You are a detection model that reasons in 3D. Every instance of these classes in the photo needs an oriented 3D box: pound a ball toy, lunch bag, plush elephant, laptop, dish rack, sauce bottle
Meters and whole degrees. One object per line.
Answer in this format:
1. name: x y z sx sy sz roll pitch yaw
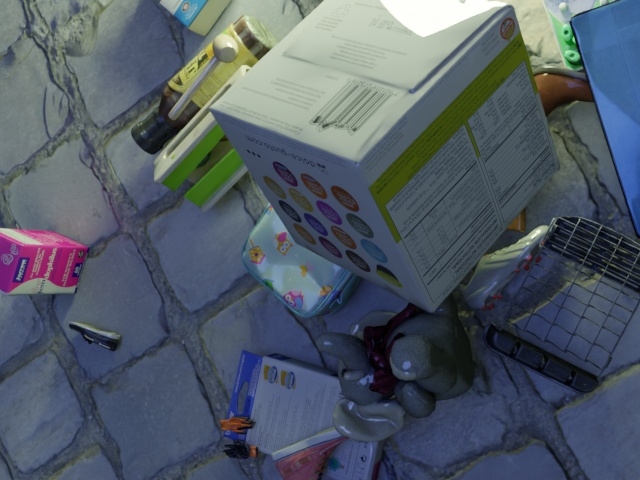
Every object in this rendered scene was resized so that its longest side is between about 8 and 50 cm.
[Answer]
1. pound a ball toy: -0.204 -0.235 1.785 0.319 0.208 0.136 -44 30 23
2. lunch bag: 0.000 0.000 1.746 0.224 0.108 0.279 39 104 17
3. plush elephant: 0.118 0.196 1.593 0.255 0.330 0.272 -15 49 23
4. laptop: 0.633 -0.236 1.373 0.236 0.408 0.382 -18 90 -22
5. dish rack: 0.419 0.103 1.554 0.208 0.074 0.272 27 94 4
6. sauce bottle: -0.236 -0.301 1.859 0.344 0.111 0.111 -39 74 16

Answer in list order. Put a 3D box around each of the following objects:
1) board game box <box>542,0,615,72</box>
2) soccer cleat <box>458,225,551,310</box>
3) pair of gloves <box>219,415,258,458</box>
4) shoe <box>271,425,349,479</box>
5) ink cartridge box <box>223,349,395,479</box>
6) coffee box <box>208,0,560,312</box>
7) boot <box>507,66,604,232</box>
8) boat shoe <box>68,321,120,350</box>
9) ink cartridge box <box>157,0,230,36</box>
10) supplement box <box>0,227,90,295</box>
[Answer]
1. board game box: 0.537 -0.532 1.558 0.390 0.050 0.390 -20 80 21
2. soccer cleat: 0.319 0.038 1.627 0.196 0.068 0.076 -49 64 16
3. pair of gloves: -0.155 0.378 1.791 0.074 0.010 0.083 -7 91 23
4. shoe: -0.005 0.395 1.698 0.178 0.063 0.081 -28 81 27
5. ink cartridge box: -0.024 0.331 1.769 0.311 0.065 0.186 14 96 21
6. coffee box: 0.110 -0.157 1.453 0.338 0.334 0.337 -47 44 -17
7. boot: 0.348 -0.154 1.604 0.264 0.096 0.280 6 91 24
8. boat shoe: -0.484 0.203 1.989 0.125 0.046 0.038 15 89 15
9. ink cartridge box: -0.274 -0.532 1.902 0.190 0.082 0.140 43 104 18
10. supplement box: -0.603 0.045 1.950 0.114 0.220 0.111 21 97 23
